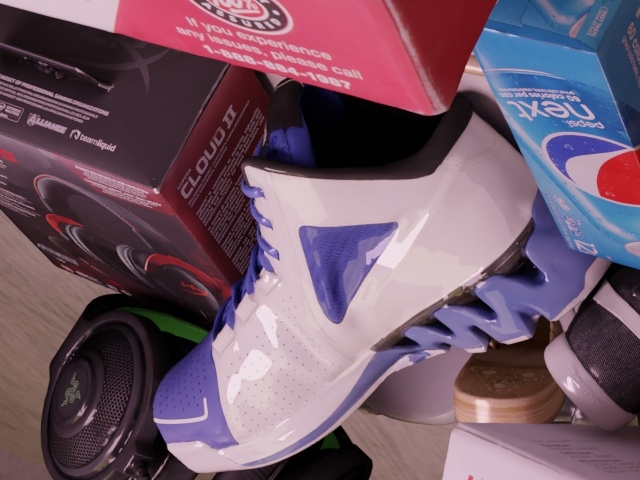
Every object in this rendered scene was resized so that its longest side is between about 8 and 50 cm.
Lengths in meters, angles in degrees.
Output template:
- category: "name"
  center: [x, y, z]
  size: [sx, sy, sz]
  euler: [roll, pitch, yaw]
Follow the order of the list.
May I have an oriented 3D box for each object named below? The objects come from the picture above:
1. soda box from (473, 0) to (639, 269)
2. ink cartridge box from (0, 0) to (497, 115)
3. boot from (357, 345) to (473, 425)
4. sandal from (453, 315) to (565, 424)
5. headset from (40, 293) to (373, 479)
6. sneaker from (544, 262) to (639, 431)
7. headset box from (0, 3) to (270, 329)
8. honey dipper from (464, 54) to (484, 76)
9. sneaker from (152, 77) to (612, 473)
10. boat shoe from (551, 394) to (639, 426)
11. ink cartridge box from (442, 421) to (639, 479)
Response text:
- category: "soda box"
  center: [0.133, -0.063, 0.799]
  size: [0.067, 0.071, 0.210]
  euler: [18, 160, 30]
- category: "ink cartridge box"
  center: [-0.098, -0.227, 0.522]
  size: [0.279, 0.160, 0.384]
  euler: [18, 161, 26]
- category: "boot"
  center: [0.059, 0.098, 1.380]
  size: [0.258, 0.095, 0.123]
  euler: [22, 170, 47]
- category: "sandal"
  center: [0.125, 0.041, 1.075]
  size: [0.088, 0.079, 0.240]
  euler: [0, -164, 12]
- category: "headset"
  center: [-0.097, 0.173, 1.215]
  size: [0.243, 0.185, 0.394]
  euler: [32, -166, -8]
- category: "sneaker"
  center: [0.198, 0.034, 0.984]
  size: [0.079, 0.121, 0.217]
  euler: [49, -165, -1]
- category: "headset box"
  center: [-0.129, -0.055, 1.155]
  size: [0.218, 0.110, 0.293]
  euler: [20, 162, 25]
- category: "honey dipper"
  center: [0.063, -0.095, 0.897]
  size: [0.161, 0.030, 0.030]
  euler: [14, 159, 27]
- category: "sneaker"
  center: [0.001, 0.000, 1.025]
  size: [0.315, 0.127, 0.182]
  euler: [-31, 111, 33]
- category: "boat shoe"
  center: [0.204, 0.192, 1.348]
  size: [0.119, 0.121, 0.335]
  euler: [23, 161, 28]
- category: "ink cartridge box"
  center: [0.201, 0.219, 0.849]
  size: [0.197, 0.198, 0.270]
  euler: [5, -171, -38]
